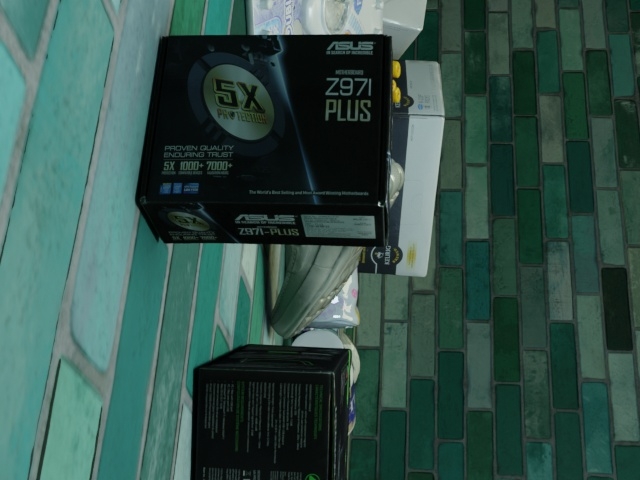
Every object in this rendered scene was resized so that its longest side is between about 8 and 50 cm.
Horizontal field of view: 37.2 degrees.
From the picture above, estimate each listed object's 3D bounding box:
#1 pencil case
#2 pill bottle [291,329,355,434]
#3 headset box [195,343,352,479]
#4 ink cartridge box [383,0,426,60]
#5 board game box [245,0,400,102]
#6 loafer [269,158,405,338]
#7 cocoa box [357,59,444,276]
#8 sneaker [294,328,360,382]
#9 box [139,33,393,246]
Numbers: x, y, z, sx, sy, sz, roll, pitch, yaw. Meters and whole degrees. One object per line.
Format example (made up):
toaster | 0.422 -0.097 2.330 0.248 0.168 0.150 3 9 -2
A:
pencil case | 0.010 0.008 1.512 0.113 0.124 0.273 -12 -104 60
pill bottle | -0.001 0.235 1.527 0.112 0.112 0.186 -83 172 -45
headset box | -0.042 0.241 1.001 0.283 0.131 0.246 27 65 -85
ink cartridge box | 0.109 -0.455 1.901 0.353 0.119 0.207 141 -41 -74
board game box | 0.021 -0.312 1.257 0.390 0.050 0.389 -44 139 -53
loafer | 0.000 0.000 1.269 0.112 0.111 0.319 -37 160 -56
cocoa box | 0.097 -0.137 1.766 0.231 0.228 0.347 -85 177 -54
sneaker | -0.005 0.200 1.665 0.283 0.110 0.122 78 26 -43
box | -0.035 -0.077 0.730 0.077 0.180 0.147 79 13 -65
